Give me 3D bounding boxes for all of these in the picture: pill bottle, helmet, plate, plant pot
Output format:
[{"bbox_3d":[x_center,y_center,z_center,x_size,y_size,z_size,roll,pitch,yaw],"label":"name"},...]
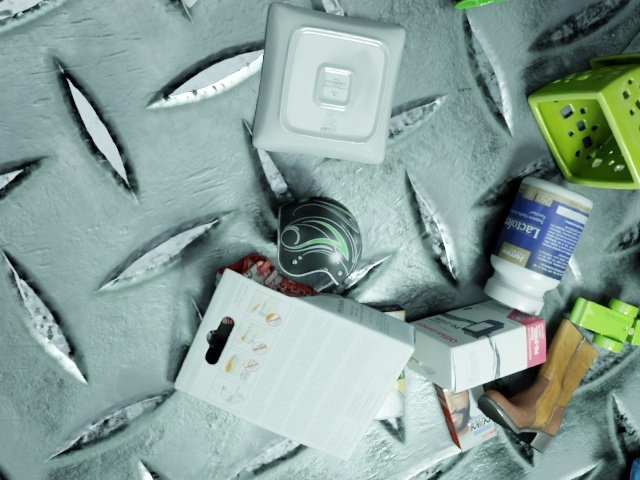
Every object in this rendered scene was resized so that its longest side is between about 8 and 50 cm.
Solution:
[{"bbox_3d":[0.450,0.012,1.627,0.153,0.153,0.264,19,95,-20],"label":"pill bottle"},{"bbox_3d":[0.000,0.000,1.483,0.162,0.169,0.169,1,103,0],"label":"helmet"},{"bbox_3d":[0.023,-0.294,1.486,0.278,0.045,0.277,6,101,-19],"label":"plate"},{"bbox_3d":[0.602,-0.257,1.583,0.207,0.227,0.228,-37,109,-13],"label":"plant pot"}]

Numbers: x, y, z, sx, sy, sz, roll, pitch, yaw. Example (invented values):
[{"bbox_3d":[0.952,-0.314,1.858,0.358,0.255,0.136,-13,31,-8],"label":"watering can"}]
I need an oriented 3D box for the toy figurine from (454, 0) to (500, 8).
[{"bbox_3d":[0.321,-0.545,1.495,0.173,0.130,0.159,-18,98,-35],"label":"toy figurine"}]

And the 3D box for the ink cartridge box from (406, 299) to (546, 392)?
[{"bbox_3d":[0.316,0.213,1.601,0.237,0.172,0.100,-12,106,-26],"label":"ink cartridge box"}]

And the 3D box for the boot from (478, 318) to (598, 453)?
[{"bbox_3d":[0.489,0.301,1.706,0.264,0.096,0.280,36,81,-28],"label":"boot"}]

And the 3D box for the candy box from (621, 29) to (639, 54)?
[{"bbox_3d":[0.780,-0.434,1.671,0.159,0.071,0.233,38,89,-20],"label":"candy box"}]

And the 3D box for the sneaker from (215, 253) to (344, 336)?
[{"bbox_3d":[-0.074,0.098,1.520,0.270,0.090,0.144,-7,107,-13],"label":"sneaker"}]

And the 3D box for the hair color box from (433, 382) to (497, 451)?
[{"bbox_3d":[0.323,0.374,1.725,0.093,0.053,0.167,-23,107,-11],"label":"hair color box"}]

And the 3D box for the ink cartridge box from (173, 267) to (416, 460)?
[{"bbox_3d":[-0.052,0.231,1.509,0.385,0.091,0.308,24,116,-5],"label":"ink cartridge box"}]

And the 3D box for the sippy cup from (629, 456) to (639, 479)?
[{"bbox_3d":[0.838,0.643,1.865,0.240,0.305,0.223,1,91,12],"label":"sippy cup"}]

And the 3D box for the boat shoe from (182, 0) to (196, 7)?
[{"bbox_3d":[-0.139,-0.506,1.364,0.277,0.098,0.096,-31,110,2],"label":"boat shoe"}]

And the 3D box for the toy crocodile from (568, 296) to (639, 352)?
[{"bbox_3d":[0.721,0.204,1.791,0.341,0.105,0.115,16,96,-15],"label":"toy crocodile"}]

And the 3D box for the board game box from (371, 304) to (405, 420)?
[{"bbox_3d":[0.095,0.263,1.635,0.165,0.042,0.243,-4,104,-16],"label":"board game box"}]
